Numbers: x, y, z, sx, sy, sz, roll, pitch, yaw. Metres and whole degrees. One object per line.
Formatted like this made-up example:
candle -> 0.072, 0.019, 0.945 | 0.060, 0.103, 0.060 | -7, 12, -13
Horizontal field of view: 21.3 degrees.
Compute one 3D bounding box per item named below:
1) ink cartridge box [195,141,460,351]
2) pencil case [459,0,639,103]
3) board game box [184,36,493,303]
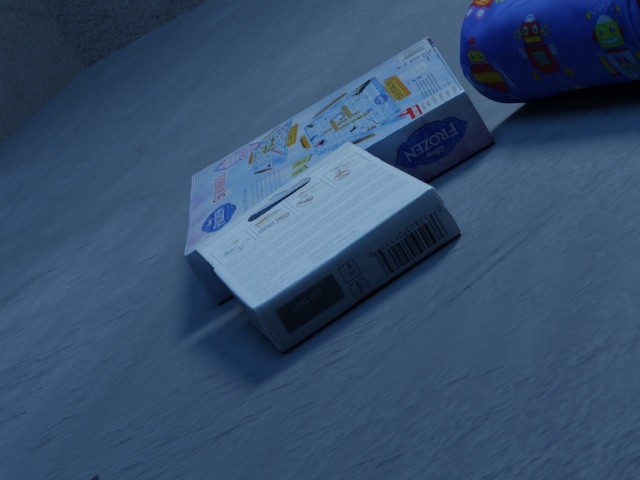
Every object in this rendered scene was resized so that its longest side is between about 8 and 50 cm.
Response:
ink cartridge box -> 0.000, 0.000, 1.528 | 0.189, 0.066, 0.232 | -35, 16, -7
pencil case -> 0.251, -0.198, 1.570 | 0.133, 0.119, 0.306 | -27, 11, -24
board game box -> 0.010, -0.083, 1.785 | 0.318, 0.066, 0.318 | -30, 15, 6
